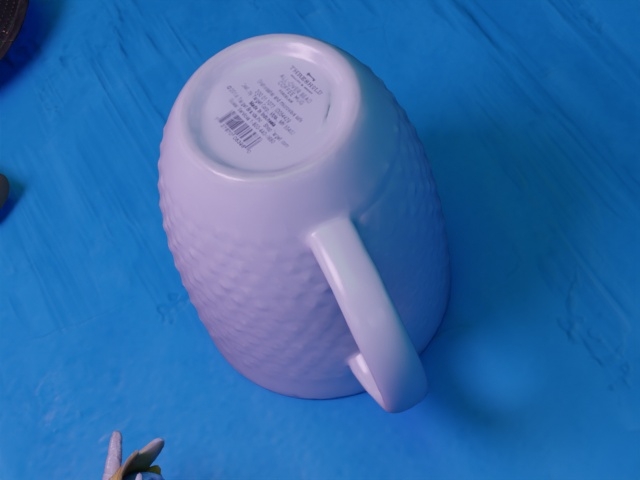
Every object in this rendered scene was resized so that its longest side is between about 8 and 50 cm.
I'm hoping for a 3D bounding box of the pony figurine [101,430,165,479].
[{"bbox_3d":[-0.239,0.372,1.132,0.363,0.303,0.351,-35,47,1],"label":"pony figurine"}]

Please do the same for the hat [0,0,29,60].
[{"bbox_3d":[-0.530,-0.290,1.655,0.331,0.134,0.331,2,69,-6],"label":"hat"}]

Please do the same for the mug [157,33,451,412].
[{"bbox_3d":[0.000,0.000,1.259,0.276,0.328,0.374,-26,58,-6],"label":"mug"}]

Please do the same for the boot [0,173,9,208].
[{"bbox_3d":[-0.519,-0.013,1.494,0.211,0.104,0.295,18,48,28],"label":"boot"}]
